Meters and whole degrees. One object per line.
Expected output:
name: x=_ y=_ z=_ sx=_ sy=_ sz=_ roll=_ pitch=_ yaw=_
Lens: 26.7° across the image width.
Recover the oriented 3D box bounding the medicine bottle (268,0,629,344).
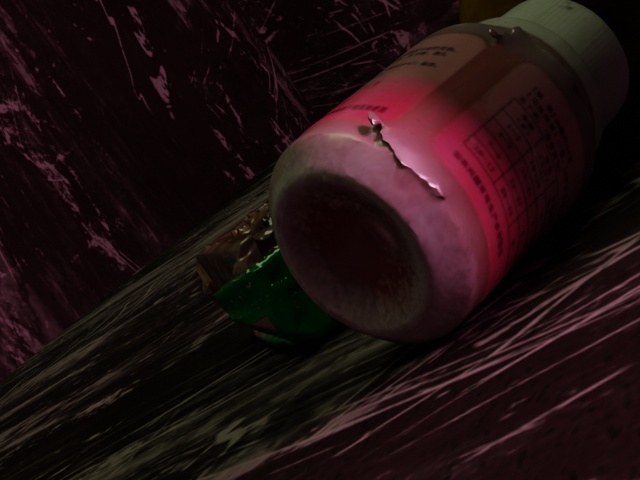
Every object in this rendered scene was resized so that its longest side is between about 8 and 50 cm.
medicine bottle: x=0.088 y=-0.054 z=0.818 sx=0.247 sy=0.147 sz=0.147 roll=-40 pitch=8 yaw=-39

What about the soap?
soap: x=-0.002 y=-0.002 z=1.103 sx=0.218 sy=0.098 sz=0.273 roll=-37 pitch=7 yaw=-11

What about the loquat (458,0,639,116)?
loquat: x=0.190 y=-0.178 z=0.961 sx=0.179 sy=0.179 sz=0.227 roll=-38 pitch=-20 yaw=-16
